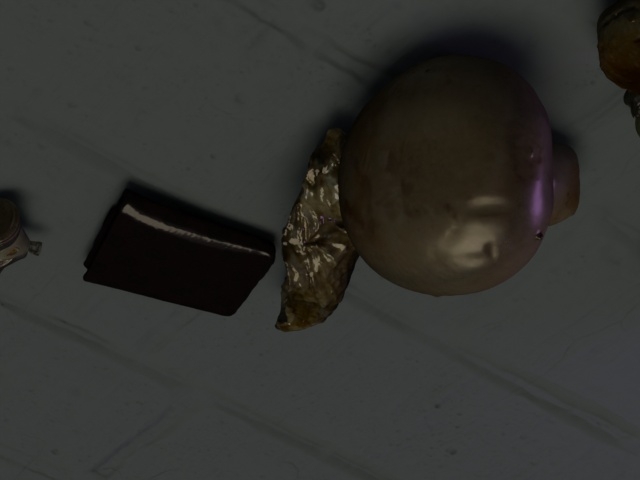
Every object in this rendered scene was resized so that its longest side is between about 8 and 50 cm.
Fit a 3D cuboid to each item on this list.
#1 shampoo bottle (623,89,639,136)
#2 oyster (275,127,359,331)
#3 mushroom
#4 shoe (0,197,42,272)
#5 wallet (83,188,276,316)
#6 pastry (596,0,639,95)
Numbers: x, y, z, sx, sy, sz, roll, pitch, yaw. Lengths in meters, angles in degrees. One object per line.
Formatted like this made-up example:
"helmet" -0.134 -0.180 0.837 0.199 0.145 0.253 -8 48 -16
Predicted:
"shampoo bottle" 0.431 -0.141 1.970 0.162 0.079 0.079 28 132 -23
"oyster" 0.005 0.000 2.123 0.110 0.166 0.341 19 119 -3
"mushroom" 0.177 -0.070 1.968 0.292 0.292 0.290 -30 157 31
"shoe" -0.464 0.003 2.199 0.180 0.089 0.092 -14 146 21
"wallet" -0.191 0.024 2.221 0.229 0.049 0.182 18 135 -17
"pastry" 0.407 -0.214 1.840 0.193 0.093 0.182 3 166 18
